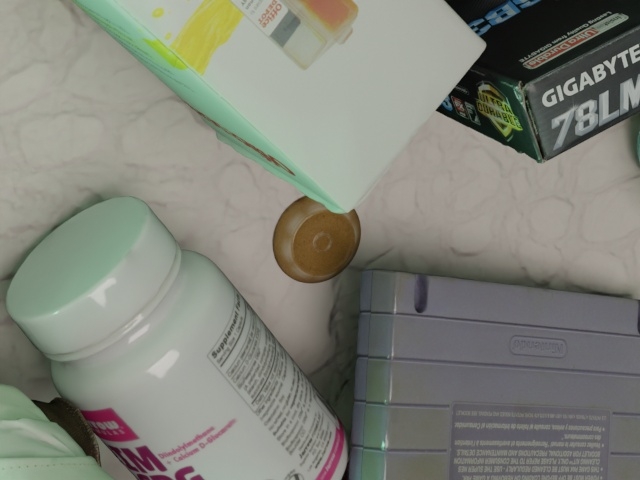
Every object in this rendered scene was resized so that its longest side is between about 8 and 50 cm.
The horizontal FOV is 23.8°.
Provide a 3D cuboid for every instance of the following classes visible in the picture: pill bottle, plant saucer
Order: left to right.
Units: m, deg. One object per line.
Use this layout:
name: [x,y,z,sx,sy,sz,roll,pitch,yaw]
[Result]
pill bottle: [-0.113,0.110,1.217,0.160,0.160,0.283,-40,119,-7]
plant saucer: [0.000,0.000,1.313,0.083,0.015,0.083,-8,111,-22]

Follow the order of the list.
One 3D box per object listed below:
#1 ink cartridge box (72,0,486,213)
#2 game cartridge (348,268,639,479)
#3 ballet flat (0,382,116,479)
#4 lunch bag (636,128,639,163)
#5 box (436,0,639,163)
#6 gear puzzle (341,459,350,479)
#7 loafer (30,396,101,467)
ink cartridge box: [-0.108,-0.220,1.037,0.160,0.279,0.385,-49,121,-3]
game cartridge: [0.170,0.153,1.346,0.355,0.068,0.230,8,88,-40]
ballet flat: [-0.277,0.155,1.062,0.139,0.400,0.139,3,86,-60]
lunch bag: [0.395,-0.147,1.335,0.224,0.108,0.279,-20,143,-14]
box: [0.207,-0.187,1.181,0.295,0.293,0.073,-28,117,-13]
gear puzzle: [0.125,0.236,1.401,0.339,0.044,0.175,-14,128,-35]
loafer: [-0.190,0.254,1.240,0.130,0.134,0.366,-24,137,-25]
